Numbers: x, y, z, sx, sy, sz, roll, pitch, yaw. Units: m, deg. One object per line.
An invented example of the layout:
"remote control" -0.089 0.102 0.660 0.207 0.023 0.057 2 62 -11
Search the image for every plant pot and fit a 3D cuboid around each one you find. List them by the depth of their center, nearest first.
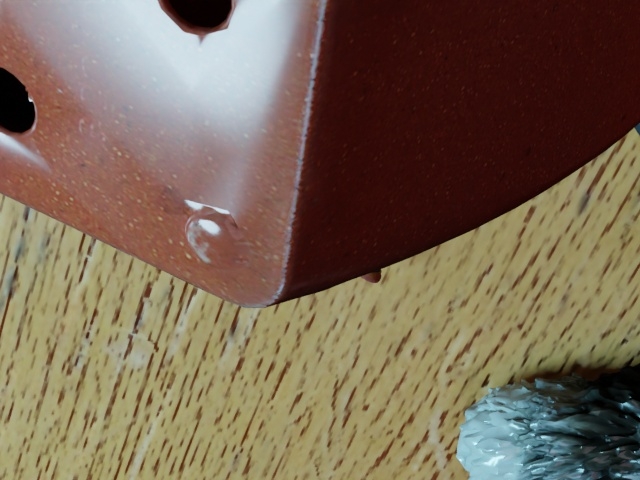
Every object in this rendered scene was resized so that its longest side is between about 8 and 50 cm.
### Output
"plant pot" -0.022 -0.137 0.421 0.267 0.236 0.267 24 132 17

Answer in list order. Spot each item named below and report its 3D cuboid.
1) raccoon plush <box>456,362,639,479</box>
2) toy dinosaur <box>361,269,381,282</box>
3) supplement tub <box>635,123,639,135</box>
"raccoon plush" 0.268 0.101 0.744 0.446 0.216 0.299 -11 150 15
"toy dinosaur" 0.000 0.000 0.868 0.090 0.047 0.082 -31 90 -7
"supplement tub" 0.217 -0.085 0.755 0.106 0.106 0.198 -28 118 24
